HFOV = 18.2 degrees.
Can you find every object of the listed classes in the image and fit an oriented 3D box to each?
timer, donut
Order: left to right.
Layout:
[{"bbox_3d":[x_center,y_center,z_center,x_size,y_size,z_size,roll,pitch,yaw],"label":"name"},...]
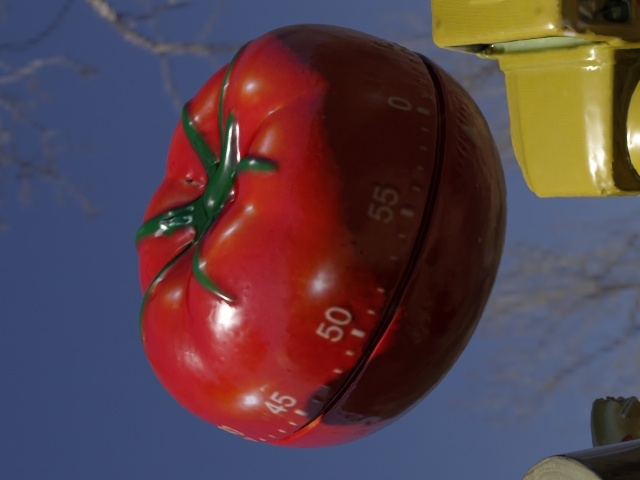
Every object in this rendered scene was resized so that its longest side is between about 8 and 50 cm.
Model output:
[{"bbox_3d":[0.000,0.000,1.791,0.279,0.378,0.378,23,-126,-22],"label":"timer"},{"bbox_3d":[0.295,0.174,1.653,0.065,0.166,0.108,42,-126,-51],"label":"donut"}]

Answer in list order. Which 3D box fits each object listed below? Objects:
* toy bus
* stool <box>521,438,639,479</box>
[{"bbox_3d":[0.121,-0.188,0.961,0.123,0.121,0.336,-2,-88,-36],"label":"toy bus"},{"bbox_3d":[0.271,0.202,1.259,0.264,0.179,0.179,-8,-90,-24],"label":"stool"}]
